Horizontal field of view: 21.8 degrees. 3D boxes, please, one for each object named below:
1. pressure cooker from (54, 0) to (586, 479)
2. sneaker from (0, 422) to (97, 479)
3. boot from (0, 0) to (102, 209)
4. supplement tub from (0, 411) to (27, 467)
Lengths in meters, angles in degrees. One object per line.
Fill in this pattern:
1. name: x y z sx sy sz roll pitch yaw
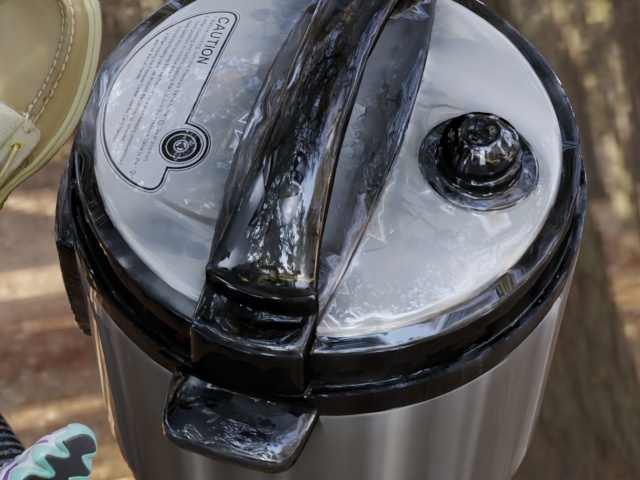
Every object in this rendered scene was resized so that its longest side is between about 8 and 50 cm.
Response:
1. pressure cooker: 0.006 0.000 1.208 0.375 0.370 0.420 -21 -31 -15
2. sneaker: -0.162 0.121 0.834 0.098 0.038 0.069 -46 40 -14
3. boot: -0.213 -0.054 0.847 0.213 0.077 0.165 -51 -17 23
4. supplement tub: -0.276 0.162 0.986 0.207 0.338 0.207 -34 -15 -10
